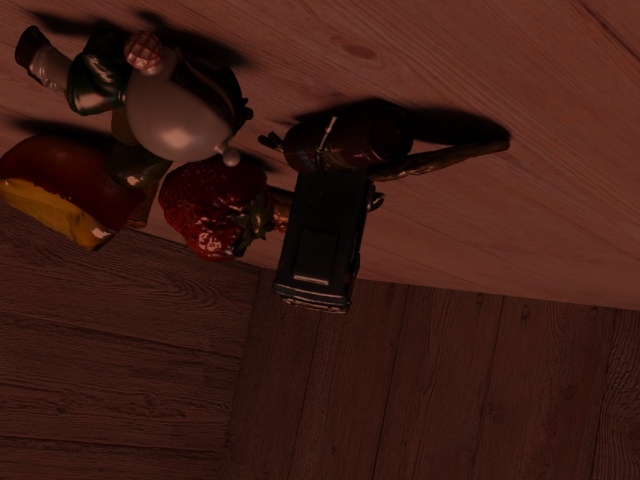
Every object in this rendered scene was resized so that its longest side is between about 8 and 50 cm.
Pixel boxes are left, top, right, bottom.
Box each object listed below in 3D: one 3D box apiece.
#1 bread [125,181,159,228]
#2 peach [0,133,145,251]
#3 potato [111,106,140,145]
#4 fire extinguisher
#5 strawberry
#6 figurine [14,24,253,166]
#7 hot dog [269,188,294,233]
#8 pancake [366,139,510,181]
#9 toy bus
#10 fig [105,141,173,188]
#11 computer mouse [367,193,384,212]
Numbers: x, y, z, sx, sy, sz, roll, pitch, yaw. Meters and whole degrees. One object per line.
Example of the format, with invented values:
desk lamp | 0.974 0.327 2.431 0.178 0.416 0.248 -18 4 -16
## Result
bread | -0.556 -0.122 2.562 0.143 0.158 0.149 17 173 -5
peach | -0.605 -0.134 2.183 0.380 0.242 0.306 31 157 11
potato | -0.355 -0.225 1.689 0.096 0.103 0.066 10 169 19
fire extinguisher | 0.010 -0.174 1.534 0.141 0.105 0.341 36 161 -28
strawberry | -0.255 -0.091 2.064 0.276 0.257 0.257 23 177 23
figurine | -0.277 -0.228 1.340 0.369 0.167 0.281 20 169 4
hot dog | -0.198 -0.092 2.370 0.348 0.117 0.158 15 171 -22
pancake | 0.192 -0.137 1.474 0.249 0.031 0.250 -13 -174 1
toy bus | 0.013 -0.027 1.767 0.161 0.324 0.194 11 170 6
fig | -0.408 -0.177 2.051 0.184 0.127 0.133 10 160 37
computer mouse | 0.104 -0.094 2.169 0.079 0.047 0.135 14 170 -26
